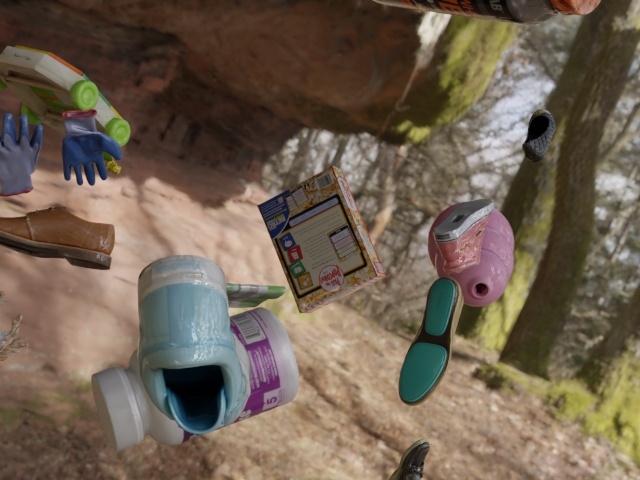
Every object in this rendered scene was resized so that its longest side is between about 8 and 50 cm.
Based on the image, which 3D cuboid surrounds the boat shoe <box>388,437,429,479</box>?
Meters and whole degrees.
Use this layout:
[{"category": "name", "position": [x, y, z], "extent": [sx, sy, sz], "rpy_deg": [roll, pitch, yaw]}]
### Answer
[{"category": "boat shoe", "position": [0.182, 0.455, 1.774], "extent": [0.056, 0.152, 0.049], "rpy_deg": [-2, 38, -36]}]

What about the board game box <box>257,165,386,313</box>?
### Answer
[{"category": "board game box", "position": [0.000, 0.000, 1.439], "extent": [0.045, 0.146, 0.194], "rpy_deg": [11, 55, -67]}]

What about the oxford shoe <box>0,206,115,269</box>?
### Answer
[{"category": "oxford shoe", "position": [-0.395, -0.016, 1.274], "extent": [0.212, 0.076, 0.076], "rpy_deg": [12, -14, -8]}]

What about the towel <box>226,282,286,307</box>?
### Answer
[{"category": "towel", "position": [-0.138, 0.079, 1.250], "extent": [0.152, 0.023, 0.113], "rpy_deg": [4, -14, -28]}]

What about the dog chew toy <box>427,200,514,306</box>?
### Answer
[{"category": "dog chew toy", "position": [0.351, 0.040, 2.063], "extent": [0.206, 0.207, 0.332], "rpy_deg": [23, 22, -6]}]

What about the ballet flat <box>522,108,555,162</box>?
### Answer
[{"category": "ballet flat", "position": [0.446, -0.224, 1.842], "extent": [0.057, 0.173, 0.049], "rpy_deg": [-18, -59, 30]}]

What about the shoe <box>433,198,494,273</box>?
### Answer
[{"category": "shoe", "position": [0.253, -0.009, 1.553], "extent": [0.063, 0.081, 0.178], "rpy_deg": [-1, 22, 37]}]

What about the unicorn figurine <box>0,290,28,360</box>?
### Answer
[{"category": "unicorn figurine", "position": [-0.571, 0.136, 1.531], "extent": [0.162, 0.111, 0.060], "rpy_deg": [56, 17, 22]}]

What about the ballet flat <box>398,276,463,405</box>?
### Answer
[{"category": "ballet flat", "position": [0.199, 0.178, 1.539], "extent": [0.080, 0.232, 0.073], "rpy_deg": [14, -16, 29]}]

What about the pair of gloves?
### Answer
[{"category": "pair of gloves", "position": [-0.381, -0.126, 1.274], "extent": [0.198, 0.159, 0.023], "rpy_deg": [-11, 56, -17]}]

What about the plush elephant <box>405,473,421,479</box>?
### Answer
[{"category": "plush elephant", "position": [0.182, 0.589, 1.705], "extent": [0.255, 0.329, 0.272], "rpy_deg": [-100, 164, -46]}]

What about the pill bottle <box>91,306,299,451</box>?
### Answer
[{"category": "pill bottle", "position": [-0.200, 0.225, 1.432], "extent": [0.301, 0.169, 0.169], "rpy_deg": [-16, 22, -22]}]

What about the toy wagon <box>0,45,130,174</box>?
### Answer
[{"category": "toy wagon", "position": [-0.500, -0.255, 1.802], "extent": [0.267, 0.068, 0.344], "rpy_deg": [17, -21, 30]}]

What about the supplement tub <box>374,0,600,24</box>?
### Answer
[{"category": "supplement tub", "position": [0.211, -0.391, 1.181], "extent": [0.316, 0.194, 0.193], "rpy_deg": [18, 0, 35]}]

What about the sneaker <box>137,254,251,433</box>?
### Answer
[{"category": "sneaker", "position": [-0.153, 0.172, 1.058], "extent": [0.135, 0.150, 0.366], "rpy_deg": [-5, -33, 1]}]
